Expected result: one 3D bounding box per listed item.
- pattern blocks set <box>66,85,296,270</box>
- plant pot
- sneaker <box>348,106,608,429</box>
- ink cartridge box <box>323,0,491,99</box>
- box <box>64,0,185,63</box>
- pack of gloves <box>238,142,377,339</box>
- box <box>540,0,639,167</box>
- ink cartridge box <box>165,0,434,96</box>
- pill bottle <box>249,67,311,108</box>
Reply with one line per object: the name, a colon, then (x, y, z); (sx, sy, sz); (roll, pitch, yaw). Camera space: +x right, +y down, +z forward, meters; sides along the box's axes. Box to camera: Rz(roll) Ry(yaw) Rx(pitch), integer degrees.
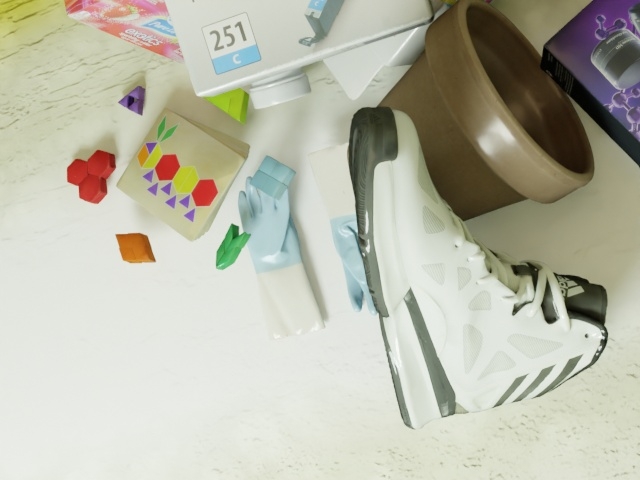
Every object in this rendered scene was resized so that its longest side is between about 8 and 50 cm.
pattern blocks set: (-0.193, -0.095, 1.386); (0.285, 0.026, 0.325); (-50, 60, 6)
plant pot: (0.162, -0.124, 1.212); (0.229, 0.263, 0.263); (-34, 74, 31)
sneaker: (0.182, 0.021, 1.123); (0.258, 0.447, 0.169); (-11, 40, 6)
ink cartridge box: (0.119, -0.363, 1.257); (0.353, 0.119, 0.207); (-46, 70, 40)
box: (-0.216, -0.338, 1.326); (0.123, 0.257, 0.128); (-14, 79, 25)
pack of gloves: (0.000, 0.000, 1.342); (0.195, 0.046, 0.232); (-14, 89, 15)
box: (0.413, -0.236, 1.149); (0.261, 0.103, 0.184); (-43, 80, 4)
ink cartridge box: (-0.045, -0.337, 1.181); (0.296, 0.066, 0.261); (-17, 94, 11)
pill bottle: (-0.077, -0.276, 1.314); (0.108, 0.108, 0.193); (-14, 101, 15)
